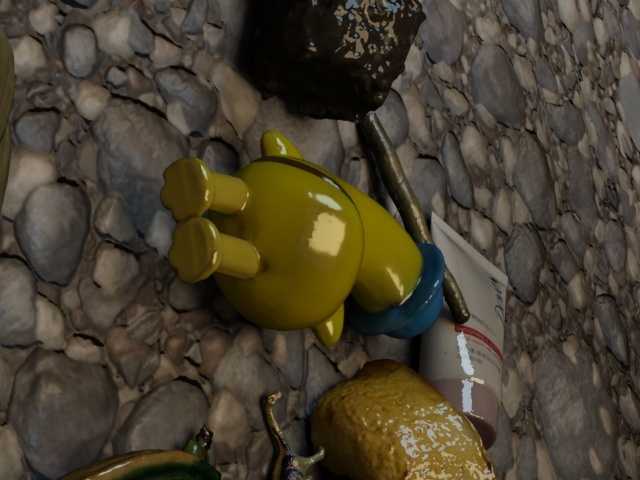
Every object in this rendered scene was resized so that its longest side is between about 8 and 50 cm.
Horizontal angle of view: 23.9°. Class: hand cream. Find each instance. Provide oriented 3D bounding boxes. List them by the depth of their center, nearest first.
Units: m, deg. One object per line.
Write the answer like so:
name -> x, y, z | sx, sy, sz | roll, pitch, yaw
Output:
hand cream -> 0.150, 0.099, 1.554 | 0.133, 0.083, 0.248 | 39, 43, -34

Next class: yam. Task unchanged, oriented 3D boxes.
yam -> 0.092, -0.022, 1.519 | 0.029, 0.027, 0.234 | -12, 74, -52

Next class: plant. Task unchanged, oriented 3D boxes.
plant -> 0.030, -0.252, 1.455 | 0.149, 0.146, 0.275 | 36, 54, -34

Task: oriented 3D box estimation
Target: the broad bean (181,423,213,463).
broad bean -> -0.077, 0.253, 1.262 | 0.061, 0.046, 0.195 | -26, 97, -47

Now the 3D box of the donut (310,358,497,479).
donut -> 0.076, 0.254, 1.367 | 0.112, 0.151, 0.295 | -6, 84, -40

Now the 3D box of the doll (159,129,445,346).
doll -> 0.000, 0.000, 1.356 | 0.363, 0.145, 0.199 | 14, 64, -54

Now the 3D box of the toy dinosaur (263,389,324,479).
toy dinosaur -> -0.021, 0.225, 1.345 | 0.058, 0.037, 0.180 | 2, 69, -25

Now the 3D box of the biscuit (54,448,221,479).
biscuit -> -0.163, 0.316, 1.099 | 0.343, 0.057, 0.287 | -32, 114, -44

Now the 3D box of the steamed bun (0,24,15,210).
steamed bun -> -0.330, -0.106, 0.921 | 0.339, 0.247, 0.352 | -29, 105, -48
